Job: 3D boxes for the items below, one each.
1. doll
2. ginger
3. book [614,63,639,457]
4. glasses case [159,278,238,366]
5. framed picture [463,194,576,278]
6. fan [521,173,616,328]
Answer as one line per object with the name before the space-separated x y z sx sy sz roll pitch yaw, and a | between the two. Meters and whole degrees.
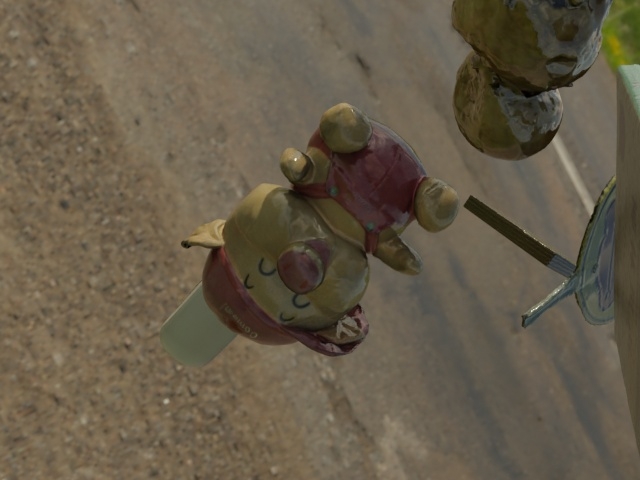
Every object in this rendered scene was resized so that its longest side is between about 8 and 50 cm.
doll | -0.001 -0.001 1.154 0.196 0.256 0.152 46 8 19
ginger | 0.122 -0.123 0.650 0.104 0.204 0.080 8 49 -12
book | 0.254 0.041 0.889 0.379 0.031 0.264 -71 158 -66
glasses case | -0.135 0.087 1.639 0.092 0.233 0.059 37 24 -11
framed picture | 0.293 0.001 1.650 0.128 0.023 0.168 25 12 -49
fan | 0.348 0.018 1.425 0.335 0.011 0.230 -31 131 -35
